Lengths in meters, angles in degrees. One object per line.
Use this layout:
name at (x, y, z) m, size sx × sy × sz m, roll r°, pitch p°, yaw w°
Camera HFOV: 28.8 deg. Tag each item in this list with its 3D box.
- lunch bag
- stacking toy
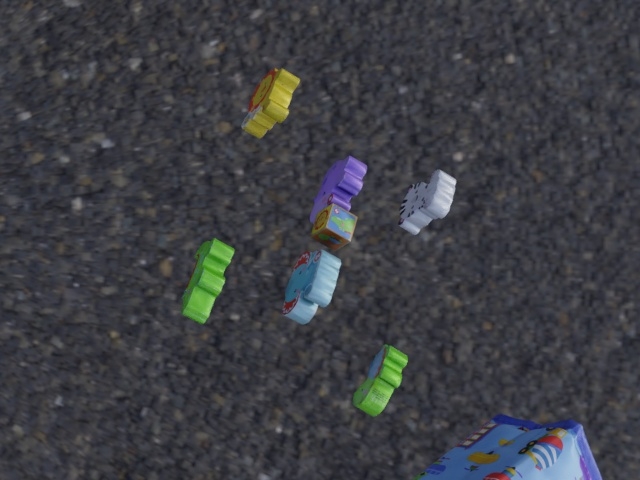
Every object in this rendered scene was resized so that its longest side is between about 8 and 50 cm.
lunch bag at (0.193, 0.352, 1.205) m, size 0.221 × 0.138 × 0.293 m, roll -32°, pitch 101°, yaw -27°
stacking toy at (0.000, 0.000, 0.900) m, size 0.167 × 0.052 × 0.221 m, roll 31°, pitch 56°, yaw -20°
